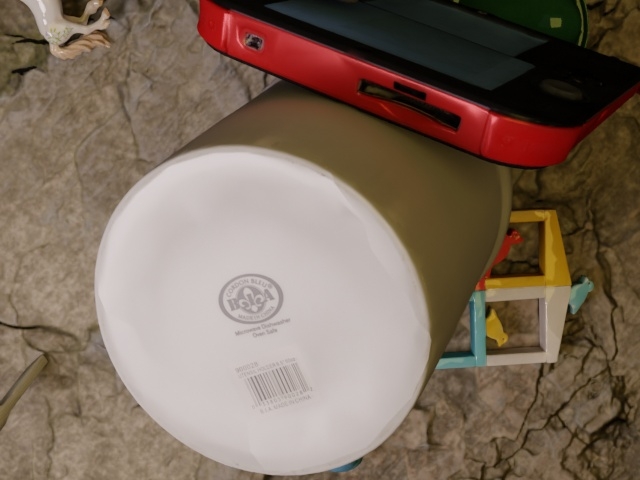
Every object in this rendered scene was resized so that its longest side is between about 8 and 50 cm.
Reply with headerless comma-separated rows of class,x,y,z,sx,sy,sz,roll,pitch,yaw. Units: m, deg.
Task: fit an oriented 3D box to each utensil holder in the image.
utensil holder,0.000,0.000,1.061,0.328,0.385,0.327,6,110,16

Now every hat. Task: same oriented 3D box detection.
hat,0.254,-0.241,1.204,0.209,0.183,0.173,4,99,-6

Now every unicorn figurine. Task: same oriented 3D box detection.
unicorn figurine,-0.308,-0.278,1.209,0.111,0.060,0.162,-24,99,-2

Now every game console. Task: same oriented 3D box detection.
game console,0.105,-0.195,1.065,0.387,0.342,0.060,25,121,19

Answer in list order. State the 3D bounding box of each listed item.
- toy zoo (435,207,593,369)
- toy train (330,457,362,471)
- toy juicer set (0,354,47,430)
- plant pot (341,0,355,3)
toy zoo,0.187,0.059,1.316,0.293,0.030,0.192,-4,98,-5
toy train,-0.068,0.213,1.289,0.248,0.105,0.143,-5,115,1
toy juicer set,-0.477,0.199,1.181,0.329,0.209,0.089,-15,115,-3
plant pot,-0.056,-0.367,0.960,0.305,0.334,0.333,19,96,-20
